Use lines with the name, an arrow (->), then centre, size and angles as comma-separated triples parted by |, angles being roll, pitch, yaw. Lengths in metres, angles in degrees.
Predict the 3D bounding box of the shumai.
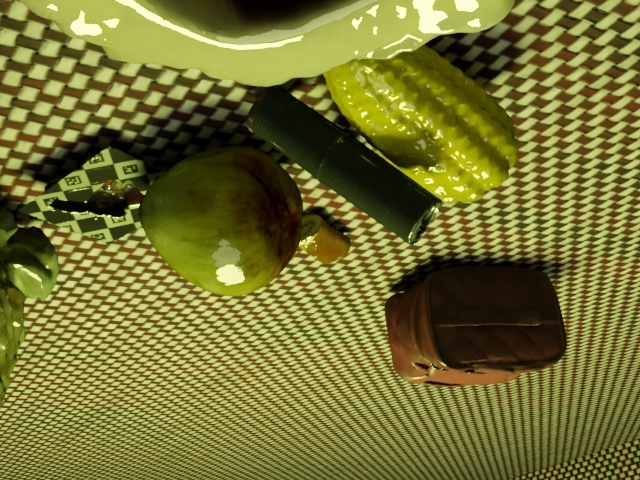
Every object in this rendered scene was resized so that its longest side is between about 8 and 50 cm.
shumai -> -0.366, 0.060, 0.797 | 0.189, 0.218, 0.256 | 21, 137, -10

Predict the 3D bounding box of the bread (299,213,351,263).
bread -> 0.000, 0.000, 0.952 | 0.046, 0.036, 0.083 | -21, 154, 20

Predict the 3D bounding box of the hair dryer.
hair dryer -> 0.037, -0.052, 0.756 | 0.050, 0.173, 0.195 | -52, 162, 3

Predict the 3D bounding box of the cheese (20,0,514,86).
cheese -> 0.004, -0.217, 0.365 | 0.332, 0.153, 0.292 | -13, 154, 16

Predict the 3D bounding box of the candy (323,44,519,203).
candy -> 0.072, -0.110, 0.676 | 0.106, 0.094, 0.199 | -1, 155, 42

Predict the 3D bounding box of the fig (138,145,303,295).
fig -> -0.084, -0.020, 0.777 | 0.153, 0.136, 0.120 | 25, 159, -31

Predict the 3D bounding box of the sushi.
sushi -> -0.201, -0.049, 0.808 | 0.126, 0.026, 0.120 | -28, 149, 23

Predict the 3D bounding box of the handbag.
handbag -> 0.206, 0.115, 1.124 | 0.224, 0.147, 0.135 | 3, 158, -23
